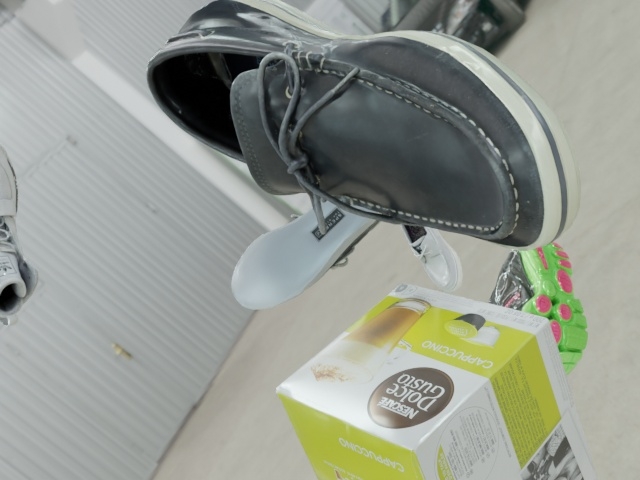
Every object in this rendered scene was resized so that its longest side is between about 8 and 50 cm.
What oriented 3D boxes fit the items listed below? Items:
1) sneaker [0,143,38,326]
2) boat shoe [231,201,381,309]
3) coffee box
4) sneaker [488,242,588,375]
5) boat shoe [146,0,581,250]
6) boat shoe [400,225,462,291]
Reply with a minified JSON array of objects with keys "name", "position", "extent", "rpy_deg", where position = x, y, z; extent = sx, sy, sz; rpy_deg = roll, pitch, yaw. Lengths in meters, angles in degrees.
[{"name":"sneaker","position":[-0.638,-0.012,1.660],"extent":[0.210,0.137,0.366],"rpy_deg":[33,124,47]},{"name":"boat shoe","position":[-0.002,-0.003,1.300],"extent":[0.306,0.113,0.105],"rpy_deg":[-46,-18,7]},{"name":"coffee box","position":[0.193,0.322,1.407],"extent":[0.334,0.338,0.337],"rpy_deg":[-36,27,-29]},{"name":"sneaker","position":[0.511,0.184,2.029],"extent":[0.202,0.185,0.483],"rpy_deg":[-58,8,38]},{"name":"boat shoe","position":[0.007,-0.104,0.763],"extent":[0.156,0.187,0.500],"rpy_deg":[-33,42,-26]},{"name":"boat shoe","position":[0.180,0.005,1.438],"extent":[0.063,0.184,0.066],"rpy_deg":[-2,-23,-48]}]
